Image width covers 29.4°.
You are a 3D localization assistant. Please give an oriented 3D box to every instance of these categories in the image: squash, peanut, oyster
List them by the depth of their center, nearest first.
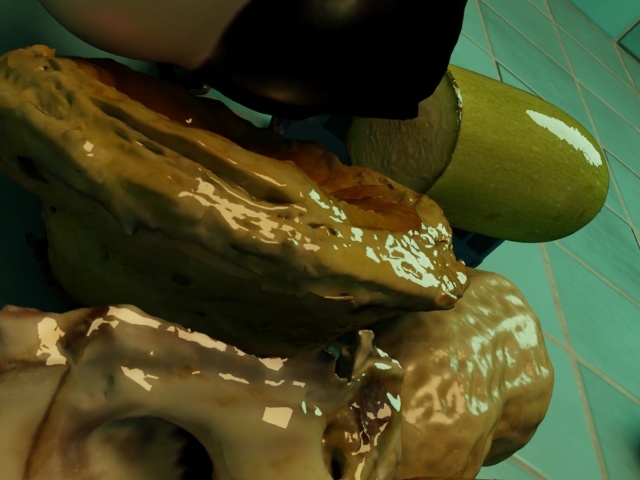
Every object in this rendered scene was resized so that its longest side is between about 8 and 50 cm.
[{"bbox_3d":[-0.087,0.133,0.631,0.271,0.100,0.275,35,61,-24],"label":"oyster"},{"bbox_3d":[0.087,0.107,0.897,0.152,0.152,0.313,49,21,9],"label":"peanut"},{"bbox_3d":[0.153,-0.068,1.051,0.247,0.132,0.132,13,39,-39],"label":"squash"}]

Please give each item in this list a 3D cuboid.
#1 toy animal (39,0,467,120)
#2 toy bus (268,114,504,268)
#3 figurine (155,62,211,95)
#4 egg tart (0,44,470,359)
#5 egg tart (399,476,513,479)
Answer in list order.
[{"bbox_3d":[-0.061,-0.212,0.871,0.310,0.251,0.251,5,38,-13],"label":"toy animal"},{"bbox_3d":[0.073,-0.073,1.166,0.234,0.133,0.116,39,28,-16],"label":"toy bus"},{"bbox_3d":[-0.029,-0.235,1.180,0.206,0.218,0.365,38,32,-18],"label":"figurine"},{"bbox_3d":[-0.073,-0.013,0.797,0.352,0.150,0.352,25,10,-5],"label":"egg tart"},{"bbox_3d":[0.093,0.230,0.709,0.147,0.202,0.202,17,35,-22],"label":"egg tart"}]
